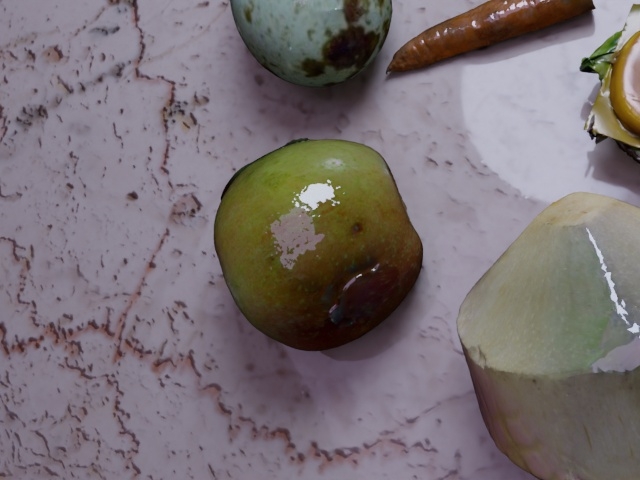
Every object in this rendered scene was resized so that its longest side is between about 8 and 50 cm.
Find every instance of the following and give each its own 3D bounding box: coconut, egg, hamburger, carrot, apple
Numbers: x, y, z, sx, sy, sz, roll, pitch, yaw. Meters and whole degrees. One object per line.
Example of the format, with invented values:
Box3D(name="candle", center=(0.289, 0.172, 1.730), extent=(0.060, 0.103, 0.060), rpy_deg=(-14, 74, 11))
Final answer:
Box3D(name="coconut", center=(0.237, 0.081, 0.677), extent=(0.259, 0.259, 0.259), rpy_deg=(-4, 77, 17))
Box3D(name="egg", center=(-0.015, -0.268, 0.869), extent=(0.169, 0.169, 0.231), rpy_deg=(-27, 59, 11))
Box3D(name="hamburger", center=(0.338, -0.136, 0.762), extent=(0.190, 0.093, 0.164), rpy_deg=(33, 87, 20))
Box3D(name="carrot", center=(0.171, -0.229, 0.866), extent=(0.224, 0.057, 0.057), rpy_deg=(-19, 73, 18))
Box3D(name="apple", center=(0.000, 0.000, 0.809), extent=(0.188, 0.174, 0.207), rpy_deg=(-31, 86, 12))
